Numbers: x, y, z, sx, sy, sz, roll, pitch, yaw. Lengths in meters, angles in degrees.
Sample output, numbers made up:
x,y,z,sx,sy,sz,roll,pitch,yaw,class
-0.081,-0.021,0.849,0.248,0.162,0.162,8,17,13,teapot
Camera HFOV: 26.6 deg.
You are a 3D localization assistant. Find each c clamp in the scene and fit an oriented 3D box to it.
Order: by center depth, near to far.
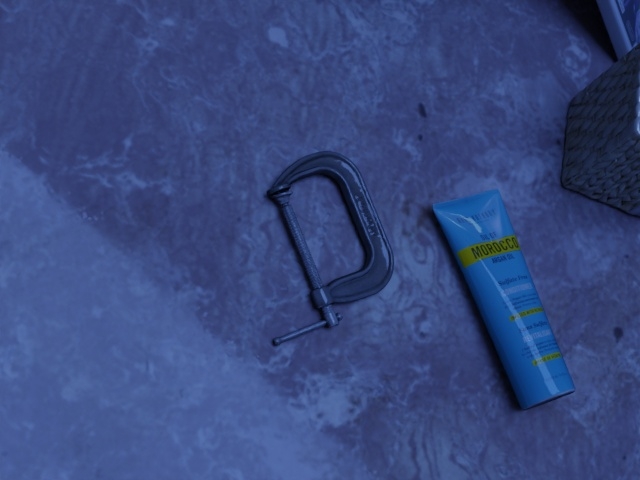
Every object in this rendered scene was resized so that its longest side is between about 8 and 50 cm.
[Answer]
x,y,z,sx,sy,sz,roll,pitch,yaw,class
0.000,0.000,1.205,0.137,0.022,0.161,-13,81,-25,c clamp

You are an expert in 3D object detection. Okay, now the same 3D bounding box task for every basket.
x,y,z,sx,sy,sz,roll,pitch,yaw,class
0.311,-0.105,1.292,0.103,0.167,0.113,14,70,-12,basket

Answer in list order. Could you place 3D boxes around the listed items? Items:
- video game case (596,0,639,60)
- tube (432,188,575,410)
x,y,z,sx,sy,sz,roll,pitch,yaw,class
0.323,-0.302,1.373,0.173,0.022,0.190,-56,135,-26,video game case
0.173,0.053,1.254,0.080,0.052,0.207,-12,74,-36,tube
